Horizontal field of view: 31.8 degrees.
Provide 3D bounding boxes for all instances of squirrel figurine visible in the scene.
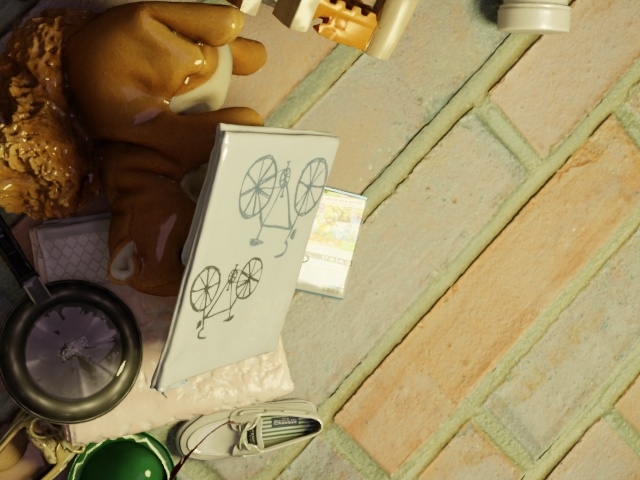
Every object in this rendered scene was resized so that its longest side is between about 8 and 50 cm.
[{"bbox_3d":[-0.263,-0.115,1.499,0.397,0.281,0.370,4,90,-3],"label":"squirrel figurine"}]

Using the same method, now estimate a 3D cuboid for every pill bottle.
[{"bbox_3d":[0.336,-0.457,1.727,0.152,0.152,0.272,0,96,-20],"label":"pill bottle"}]

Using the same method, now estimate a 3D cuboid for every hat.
[{"bbox_3d":[-0.247,0.346,1.586,0.173,0.183,0.208,14,77,-28],"label":"hat"}]

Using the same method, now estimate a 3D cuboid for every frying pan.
[{"bbox_3d":[-0.346,0.086,1.523,0.197,0.053,0.326,-8,86,-19],"label":"frying pan"}]

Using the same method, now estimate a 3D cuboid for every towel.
[{"bbox_3d":[-0.225,0.104,1.606,0.332,0.053,0.317,-11,85,-19],"label":"towel"}]

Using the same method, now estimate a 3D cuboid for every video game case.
[{"bbox_3d":[0.000,0.000,1.738,0.119,0.015,0.166,13,93,-20],"label":"video game case"}]

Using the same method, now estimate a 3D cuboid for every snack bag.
[{"bbox_3d":[-0.093,0.017,1.466,0.037,0.323,0.342,21,103,22],"label":"snack bag"}]

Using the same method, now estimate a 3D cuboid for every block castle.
[{"bbox_3d":[-0.083,-0.419,1.442,0.453,0.303,0.212,11,111,-38],"label":"block castle"}]

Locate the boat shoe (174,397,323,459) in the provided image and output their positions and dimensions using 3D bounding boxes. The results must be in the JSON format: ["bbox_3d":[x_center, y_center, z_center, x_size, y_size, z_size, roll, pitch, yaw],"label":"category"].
[{"bbox_3d":[-0.106,0.284,1.704,0.226,0.076,0.083,-13,101,-18],"label":"boat shoe"}]

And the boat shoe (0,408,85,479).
[{"bbox_3d":[-0.414,0.311,1.586,0.285,0.089,0.104,-46,108,-12],"label":"boat shoe"}]
